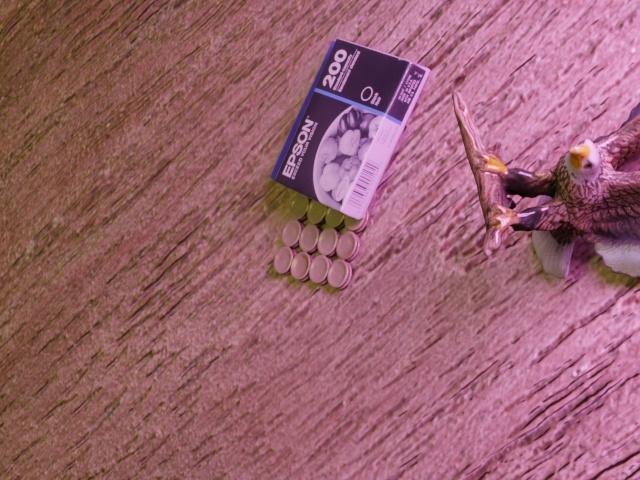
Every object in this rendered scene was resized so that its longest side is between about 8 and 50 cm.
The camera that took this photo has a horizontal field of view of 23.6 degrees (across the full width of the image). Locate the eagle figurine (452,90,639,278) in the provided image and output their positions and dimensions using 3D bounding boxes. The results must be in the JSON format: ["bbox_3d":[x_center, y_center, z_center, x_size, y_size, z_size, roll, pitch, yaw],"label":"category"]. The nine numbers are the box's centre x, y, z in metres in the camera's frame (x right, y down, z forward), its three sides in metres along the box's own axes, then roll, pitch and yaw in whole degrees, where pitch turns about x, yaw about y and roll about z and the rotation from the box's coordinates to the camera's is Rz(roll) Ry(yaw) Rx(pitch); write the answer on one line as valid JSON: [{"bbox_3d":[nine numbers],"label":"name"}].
[{"bbox_3d":[0.299,-0.072,1.533,0.298,0.225,0.226,-15,106,13],"label":"eagle figurine"}]

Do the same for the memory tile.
[{"bbox_3d":[0.000,0.000,1.939,0.148,0.012,0.113,13,86,49],"label":"memory tile"}]

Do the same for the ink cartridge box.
[{"bbox_3d":[0.021,-0.150,1.939,0.208,0.045,0.206,26,92,51],"label":"ink cartridge box"}]
